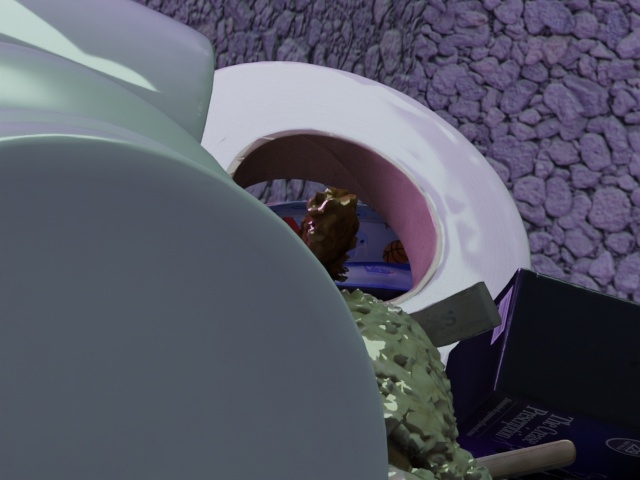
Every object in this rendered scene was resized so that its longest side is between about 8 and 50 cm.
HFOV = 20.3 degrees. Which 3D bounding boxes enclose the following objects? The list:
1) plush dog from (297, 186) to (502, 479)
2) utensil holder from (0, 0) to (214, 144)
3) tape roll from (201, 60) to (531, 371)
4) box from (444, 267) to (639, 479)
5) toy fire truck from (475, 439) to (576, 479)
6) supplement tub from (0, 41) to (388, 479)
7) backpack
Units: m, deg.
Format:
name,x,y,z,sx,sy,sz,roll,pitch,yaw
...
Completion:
name,x,y,z,sx,sy,sz,roll,pitch,yaw
plush dog,0.002,0.118,0.754,0.262,0.211,0.225,10,29,-17
utensil holder,-0.301,-0.070,1.159,0.385,0.328,0.327,21,0,-16
tape roll,0.000,0.000,1.616,0.392,0.392,0.072,12,-41,-13
box,0.200,0.124,1.375,0.184,0.103,0.261,14,-18,-3
toy fire truck,0.043,0.130,1.241,0.246,0.158,0.217,34,13,13
supplement tub,-0.147,0.049,0.567,0.235,0.235,0.325,12,2,-32
backpack,-0.008,0.062,1.800,0.276,0.213,0.263,8,-7,-27
